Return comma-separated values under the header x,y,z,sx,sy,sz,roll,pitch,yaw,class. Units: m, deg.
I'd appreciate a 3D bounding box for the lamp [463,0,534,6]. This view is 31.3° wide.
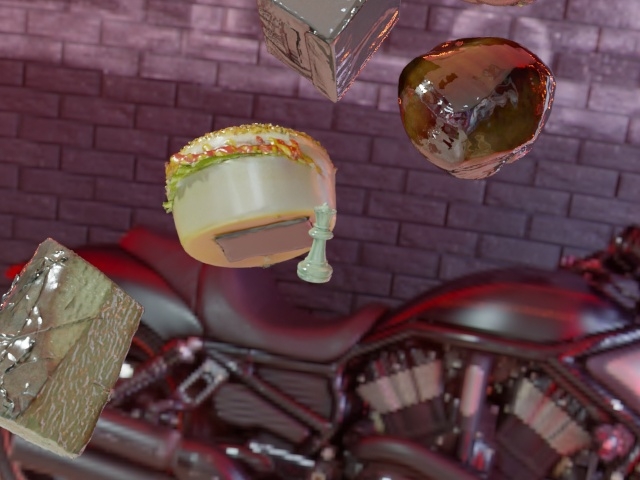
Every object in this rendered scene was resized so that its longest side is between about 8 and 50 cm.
x,y,z,sx,sy,sz,roll,pitch,yaw,class
0.308,-0.510,1.827,0.305,0.239,0.305,-10,28,6,lamp

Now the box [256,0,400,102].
x,y,z,sx,sy,sz,roll,pitch,yaw,class
0.014,-0.350,1.682,0.153,0.188,0.252,36,-6,10,box

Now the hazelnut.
x,y,z,sx,sy,sz,roll,pitch,yaw,class
0.216,-0.198,1.636,0.217,0.217,0.251,18,27,36,hazelnut

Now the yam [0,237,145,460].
x,y,z,sx,sy,sz,roll,pitch,yaw,class
-0.383,0.147,1.618,0.201,0.271,0.202,12,-28,33,yam

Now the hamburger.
x,y,z,sx,sy,sz,roll,pitch,yaw,class
-0.108,-0.076,1.820,0.276,0.179,0.294,-12,-21,5,hamburger

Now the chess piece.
x,y,z,sx,sy,sz,roll,pitch,yaw,class
0.000,0.000,1.336,0.042,0.093,0.042,10,17,-3,chess piece
